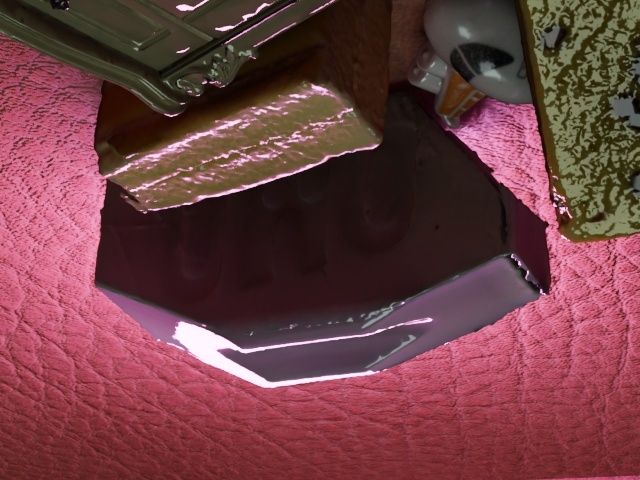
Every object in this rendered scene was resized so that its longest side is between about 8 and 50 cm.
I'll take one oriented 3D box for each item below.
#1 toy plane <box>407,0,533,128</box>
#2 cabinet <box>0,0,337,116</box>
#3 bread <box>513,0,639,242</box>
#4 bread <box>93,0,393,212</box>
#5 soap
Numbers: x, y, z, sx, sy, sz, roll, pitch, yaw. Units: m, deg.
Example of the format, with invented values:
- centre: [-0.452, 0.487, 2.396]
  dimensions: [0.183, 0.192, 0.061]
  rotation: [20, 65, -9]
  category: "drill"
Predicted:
- centre: [0.191, -0.159, 1.234]
  dimensions: [0.245, 0.117, 0.244]
  rotation: [2, 157, 1]
  category: "toy plane"
- centre: [-0.088, -0.274, 0.867]
  dimensions: [0.318, 0.227, 0.290]
  rotation: [-22, 145, 40]
  category: "cabinet"
- centre: [0.230, -0.153, 1.111]
  dimensions: [0.138, 0.077, 0.361]
  rotation: [-10, 126, 11]
  category: "bread"
- centre: [-0.063, -0.161, 1.109]
  dimensions: [0.246, 0.239, 0.111]
  rotation: [-17, 144, 32]
  category: "bread"
- centre: [0.000, 0.000, 1.423]
  dimensions: [0.446, 0.261, 0.156]
  rotation: [-8, 151, 21]
  category: "soap"
